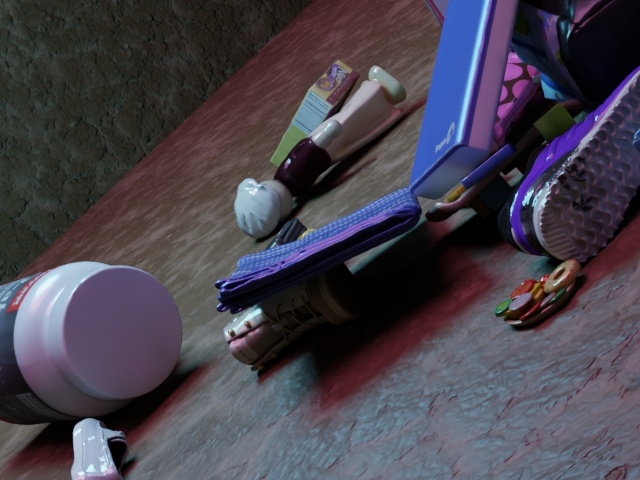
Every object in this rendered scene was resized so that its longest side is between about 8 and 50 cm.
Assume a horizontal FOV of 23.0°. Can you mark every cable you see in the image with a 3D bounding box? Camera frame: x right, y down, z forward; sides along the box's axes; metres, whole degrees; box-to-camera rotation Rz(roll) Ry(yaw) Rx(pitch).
[{"bbox_3d":[-0.049,0.037,2.152,0.139,0.072,0.287,-54,1,1],"label":"cable"}]

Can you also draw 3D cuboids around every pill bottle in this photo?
[{"bbox_3d":[-0.343,0.140,2.148,0.210,0.210,0.363,-45,15,-30],"label":"pill bottle"}]

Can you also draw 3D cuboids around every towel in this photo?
[{"bbox_3d":[0.000,0.000,1.813,0.243,0.040,0.336,-25,5,4],"label":"towel"}]

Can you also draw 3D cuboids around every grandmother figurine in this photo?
[{"bbox_3d":[-0.006,-0.133,2.479,0.342,0.104,0.208,-45,-12,-21],"label":"grandmother figurine"}]

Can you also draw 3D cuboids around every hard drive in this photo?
[{"bbox_3d":[0.170,-0.222,1.752,0.210,0.040,0.318,133,150,-73],"label":"hard drive"}]

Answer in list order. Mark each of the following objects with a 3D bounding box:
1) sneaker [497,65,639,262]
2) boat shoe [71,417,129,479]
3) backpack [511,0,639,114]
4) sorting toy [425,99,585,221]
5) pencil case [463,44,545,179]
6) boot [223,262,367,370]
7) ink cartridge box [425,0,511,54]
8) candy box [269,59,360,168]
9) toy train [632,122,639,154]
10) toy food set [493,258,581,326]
[{"bbox_3d":[0.282,-0.092,1.587,0.293,0.102,0.146,-42,14,-21],"label":"sneaker"},{"bbox_3d":[-0.258,0.255,1.876,0.063,0.066,0.184,-22,12,1],"label":"boat shoe"},{"bbox_3d":[0.337,-0.271,1.797,0.290,0.273,0.355,-36,33,-9],"label":"backpack"},{"bbox_3d":[0.212,-0.077,1.772,0.196,0.047,0.347,-39,-2,-2],"label":"sorting toy"},{"bbox_3d":[0.225,-0.162,2.004,0.098,0.095,0.209,-5,33,35],"label":"pencil case"},{"bbox_3d":[-0.033,0.090,1.827,0.165,0.077,0.213,-35,8,5],"label":"boot"},{"bbox_3d":[0.233,-0.326,2.228,0.131,0.226,0.306,-34,14,10],"label":"ink cartridge box"},{"bbox_3d":[-0.010,-0.205,2.653,0.109,0.053,0.186,-50,-5,-46],"label":"candy box"},{"bbox_3d":[0.354,-0.105,1.442,0.080,0.105,0.184,-26,18,38],"label":"toy train"},{"bbox_3d":[0.204,0.051,1.476,0.082,0.020,0.083,-46,17,-33],"label":"toy food set"}]
